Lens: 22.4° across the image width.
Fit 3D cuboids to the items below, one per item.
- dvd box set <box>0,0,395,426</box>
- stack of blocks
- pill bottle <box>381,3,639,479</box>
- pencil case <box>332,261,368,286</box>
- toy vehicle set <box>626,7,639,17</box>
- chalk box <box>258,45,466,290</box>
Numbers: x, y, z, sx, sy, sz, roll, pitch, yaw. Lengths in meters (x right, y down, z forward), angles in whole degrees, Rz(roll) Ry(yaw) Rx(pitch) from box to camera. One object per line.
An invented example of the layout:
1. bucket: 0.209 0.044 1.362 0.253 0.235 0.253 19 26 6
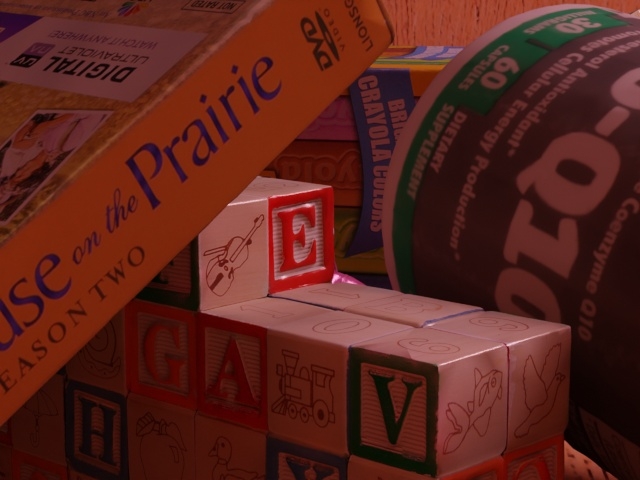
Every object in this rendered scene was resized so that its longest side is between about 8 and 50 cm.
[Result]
1. dvd box set: -0.207 0.011 0.661 0.307 0.062 0.420 12 50 47
2. stack of blocks: -0.038 0.062 0.702 0.297 0.171 0.087 10 14 42
3. pill bottle: 0.199 0.030 0.707 0.204 0.204 0.361 -6 22 -30
4. pencil case: 0.020 0.075 0.834 0.095 0.098 0.209 -3 11 -11
5. toy vehicle set: 0.191 -0.059 1.198 0.035 0.166 0.267 -34 6 -26
6. chalk box: 0.094 -0.032 1.033 0.288 0.179 0.180 2 10 17
